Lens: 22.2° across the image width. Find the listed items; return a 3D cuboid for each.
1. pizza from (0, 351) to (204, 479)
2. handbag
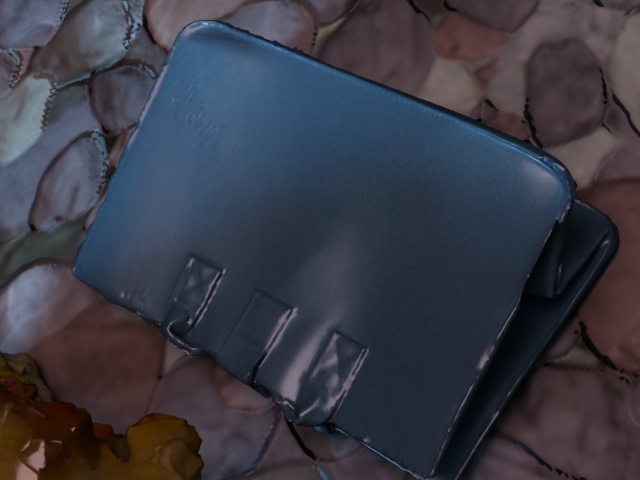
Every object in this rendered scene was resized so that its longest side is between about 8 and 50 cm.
[{"bbox_3d":[-0.148,0.162,0.595,0.277,0.114,0.409,-16,38,24],"label":"pizza"},{"bbox_3d":[0.000,0.000,0.698,0.221,0.057,0.144,28,85,34],"label":"handbag"}]
